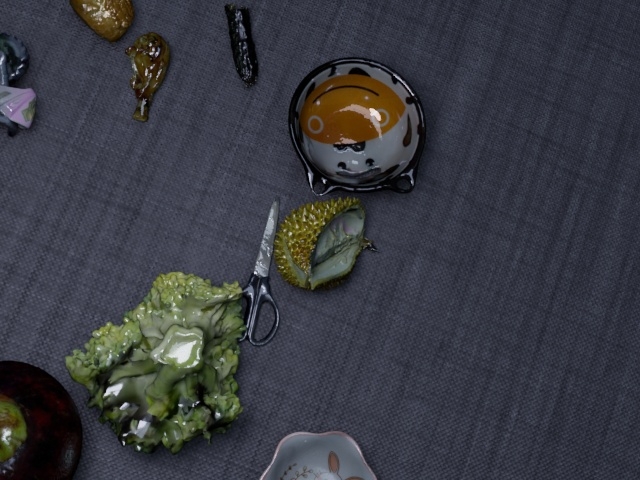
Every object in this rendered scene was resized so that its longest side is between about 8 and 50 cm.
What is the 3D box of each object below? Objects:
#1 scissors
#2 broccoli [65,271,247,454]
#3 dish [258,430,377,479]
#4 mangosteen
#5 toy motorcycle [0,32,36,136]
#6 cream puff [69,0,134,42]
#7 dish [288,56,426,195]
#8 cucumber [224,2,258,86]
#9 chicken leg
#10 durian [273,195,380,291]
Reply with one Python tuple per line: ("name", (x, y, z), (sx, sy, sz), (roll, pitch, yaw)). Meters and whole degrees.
("scissors", (-0.115, 0.055, 1.965), (0.109, 0.022, 0.300), (13, 76, -10))
("broccoli", (-0.246, 0.214, 1.778), (0.348, 0.281, 0.293), (-44, 87, -13))
("dish", (-0.010, 0.464, 1.873), (0.229, 0.081, 0.230), (3, 76, -11))
("mangosteen", (-0.543, 0.338, 1.707), (0.288, 0.288, 0.288), (2, 79, -9))
("toy motorcycle", (-0.666, -0.241, 1.875), (0.327, 0.143, 0.188), (-34, 86, -6))
("cream puff", (-0.420, -0.455, 1.960), (0.103, 0.144, 0.126), (-45, 122, -3))
("dish", (0.065, -0.209, 1.994), (0.303, 0.120, 0.303), (2, 79, -9))
("cucumber", (-0.157, -0.395, 2.034), (0.053, 0.053, 0.182), (-8, 83, -11))
("chicken leg", (-0.347, -0.323, 1.983), (0.093, 0.070, 0.178), (9, 90, -33))
("durian", (0.000, 0.000, 1.940), (0.137, 0.237, 0.194), (16, 98, 36))
